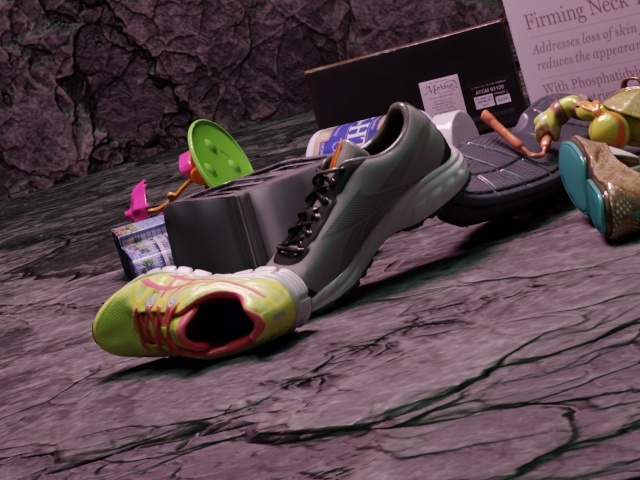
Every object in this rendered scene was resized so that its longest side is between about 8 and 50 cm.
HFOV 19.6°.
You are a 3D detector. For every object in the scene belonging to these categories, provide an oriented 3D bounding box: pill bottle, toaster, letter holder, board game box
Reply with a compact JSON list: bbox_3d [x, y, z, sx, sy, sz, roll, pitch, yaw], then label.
[{"bbox_3d":[0.088,-0.092,2.158,0.187,0.112,0.112,-12,10,28],"label":"pill bottle"},{"bbox_3d":[-0.049,-0.014,1.921,0.168,0.110,0.186,-23,11,-34],"label":"toaster"},{"bbox_3d":[0.158,-0.224,2.748,0.302,0.152,0.214,-14,7,16],"label":"letter holder"},{"bbox_3d":[-0.141,-0.007,2.211,0.194,0.060,0.194,-18,9,-10],"label":"board game box"}]

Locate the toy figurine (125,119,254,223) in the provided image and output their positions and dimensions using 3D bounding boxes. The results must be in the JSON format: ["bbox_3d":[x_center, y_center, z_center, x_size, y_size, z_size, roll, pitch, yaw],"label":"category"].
[{"bbox_3d":[-0.166,-0.048,2.371,0.159,0.173,0.130,-32,39,25],"label":"toy figurine"}]

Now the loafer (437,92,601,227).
[{"bbox_3d":[0.209,-0.063,1.911,0.109,0.095,0.302,23,33,25],"label":"loafer"}]

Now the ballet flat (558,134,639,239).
[{"bbox_3d":[0.269,-0.049,1.699,0.067,0.073,0.206,-7,21,-2],"label":"ballet flat"}]

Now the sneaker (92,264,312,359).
[{"bbox_3d":[-0.118,0.068,1.628,0.209,0.081,0.094,-12,12,25],"label":"sneaker"}]

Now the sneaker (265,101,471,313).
[{"bbox_3d":[0.014,-0.022,1.728,0.271,0.108,0.100,-43,23,-18],"label":"sneaker"}]

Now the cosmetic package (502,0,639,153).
[{"bbox_3d":[0.421,-0.329,2.112,0.327,0.393,0.329,-24,11,-42],"label":"cosmetic package"}]

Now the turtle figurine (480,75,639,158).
[{"bbox_3d":[0.315,-0.123,1.853,0.270,0.087,0.217,14,19,35],"label":"turtle figurine"}]
